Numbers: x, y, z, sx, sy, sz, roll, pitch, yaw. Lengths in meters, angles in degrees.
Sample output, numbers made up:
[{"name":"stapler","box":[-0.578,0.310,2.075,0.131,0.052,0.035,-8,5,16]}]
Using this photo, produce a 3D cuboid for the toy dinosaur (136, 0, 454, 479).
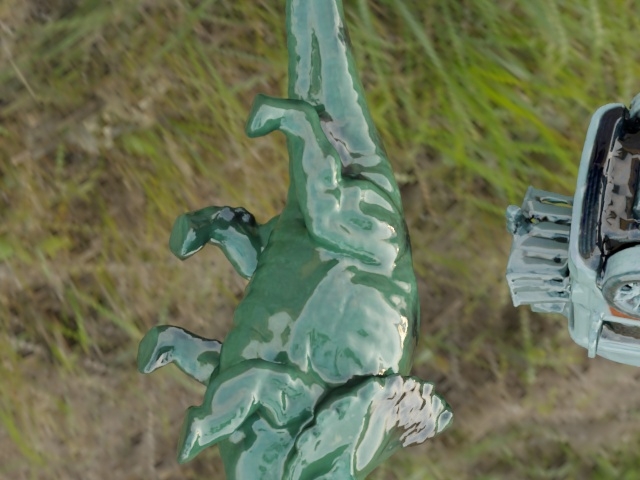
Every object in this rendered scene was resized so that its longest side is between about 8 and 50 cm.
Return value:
[{"name":"toy dinosaur","box":[-0.017,0.002,0.743,0.120,0.079,0.292,-9,85,-17]}]

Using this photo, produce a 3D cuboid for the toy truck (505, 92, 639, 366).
[{"name":"toy truck","box":[0.272,0.025,1.101,0.338,0.133,0.184,10,150,6]}]
